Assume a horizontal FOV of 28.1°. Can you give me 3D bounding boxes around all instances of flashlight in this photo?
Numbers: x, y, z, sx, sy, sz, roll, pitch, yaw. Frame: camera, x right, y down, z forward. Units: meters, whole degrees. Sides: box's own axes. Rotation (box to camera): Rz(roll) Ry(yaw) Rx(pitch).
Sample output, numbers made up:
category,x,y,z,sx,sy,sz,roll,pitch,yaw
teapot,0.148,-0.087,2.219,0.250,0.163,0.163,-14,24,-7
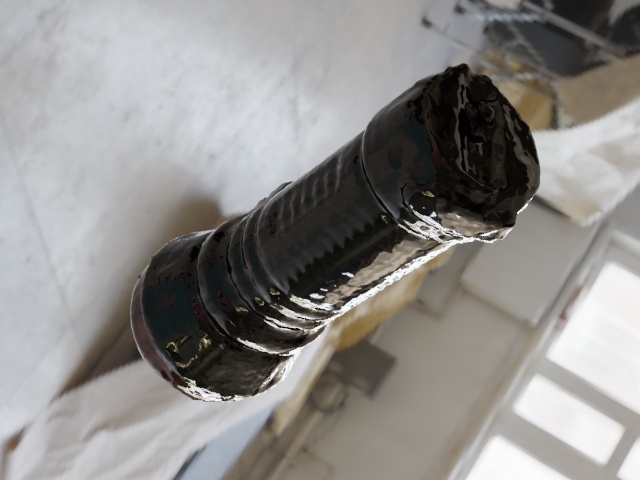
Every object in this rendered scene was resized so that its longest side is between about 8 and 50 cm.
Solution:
category,x,y,z,sx,sy,sz,roll,pitch,yaw
flashlight,0.000,0.000,0.583,0.232,0.093,0.093,-37,-175,45
